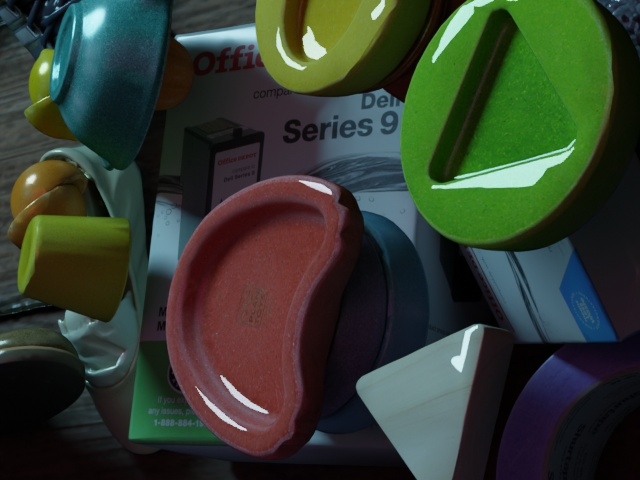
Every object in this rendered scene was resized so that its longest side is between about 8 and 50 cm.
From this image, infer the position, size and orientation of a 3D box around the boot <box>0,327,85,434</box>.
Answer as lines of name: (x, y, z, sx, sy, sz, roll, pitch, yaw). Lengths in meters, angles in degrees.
boot: (-0.288, 0.092, 1.123, 0.305, 0.112, 0.115, -18, 55, 40)

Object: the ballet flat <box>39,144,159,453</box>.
ballet flat: (-0.165, 0.037, 1.095, 0.086, 0.086, 0.248, -25, 65, 23)

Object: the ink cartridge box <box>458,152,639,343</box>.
ink cartridge box: (0.132, 0.004, 0.857, 0.060, 0.180, 0.104, -28, 94, -17)

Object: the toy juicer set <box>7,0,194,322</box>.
toy juicer set: (-0.138, -0.122, 0.999, 0.209, 0.090, 0.329, -146, 68, -69)

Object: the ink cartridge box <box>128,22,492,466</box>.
ink cartridge box: (0.000, 0.000, 0.982, 0.211, 0.121, 0.289, -4, 74, 31)

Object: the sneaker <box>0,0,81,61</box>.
sneaker: (-0.223, -0.195, 1.172, 0.111, 0.121, 0.300, -46, 58, 12)

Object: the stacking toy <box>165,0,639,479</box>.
stacking toy: (0.065, -0.015, 0.787, 0.279, 0.130, 0.309, 26, 99, 48)

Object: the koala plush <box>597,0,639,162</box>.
koala plush: (0.252, -0.105, 0.836, 0.221, 0.203, 0.196, -35, 33, -13)

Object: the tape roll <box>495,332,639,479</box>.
tape roll: (0.202, 0.141, 0.846, 0.189, 0.080, 0.189, -10, 71, 30)
